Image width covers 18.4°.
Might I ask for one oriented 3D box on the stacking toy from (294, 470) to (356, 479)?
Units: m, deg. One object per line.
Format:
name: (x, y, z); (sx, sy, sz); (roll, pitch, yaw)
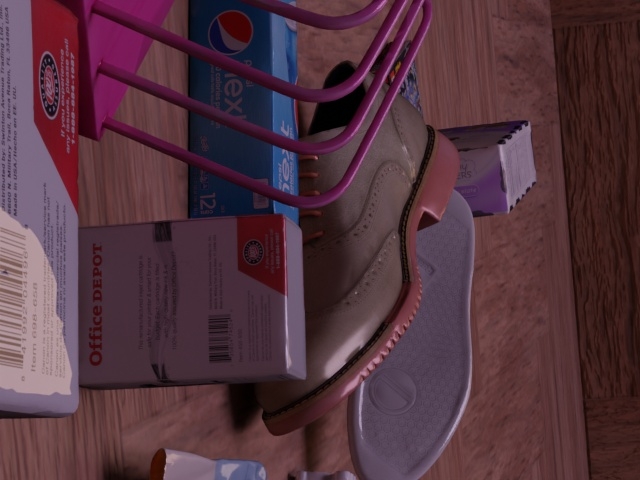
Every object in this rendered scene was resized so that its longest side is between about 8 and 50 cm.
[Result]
stacking toy: (0.018, 0.303, 1.707); (0.221, 0.052, 0.167); (57, 34, -65)

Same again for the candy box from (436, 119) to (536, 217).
candy box: (0.116, -0.066, 1.948); (0.196, 0.165, 0.070); (-37, 120, -72)

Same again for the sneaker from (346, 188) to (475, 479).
sneaker: (0.071, 0.105, 1.800); (0.147, 0.105, 0.295); (123, -20, -62)

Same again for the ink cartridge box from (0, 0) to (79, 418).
ink cartridge box: (-0.200, -0.029, 0.816); (0.273, 0.114, 0.197); (30, 58, -74)

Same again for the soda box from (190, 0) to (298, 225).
soda box: (-0.057, -0.111, 1.490); (0.071, 0.067, 0.210); (40, 48, -70)

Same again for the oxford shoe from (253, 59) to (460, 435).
oxford shoe: (0.000, 0.000, 1.635); (0.146, 0.140, 0.397); (48, 32, -21)

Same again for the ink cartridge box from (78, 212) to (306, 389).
ink cartridge box: (-0.081, 0.039, 1.219); (0.056, 0.135, 0.099); (38, 50, -75)

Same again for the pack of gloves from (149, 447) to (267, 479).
pack of gloves: (-0.094, 0.240, 1.335); (0.232, 0.046, 0.195); (26, 72, -70)

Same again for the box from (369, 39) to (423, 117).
box: (0.080, -0.152, 2.110); (0.137, 0.027, 0.094); (-59, 141, -66)

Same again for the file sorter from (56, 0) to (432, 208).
file sorter: (-0.028, -0.179, 1.134); (0.290, 0.182, 0.202); (97, 16, -64)
